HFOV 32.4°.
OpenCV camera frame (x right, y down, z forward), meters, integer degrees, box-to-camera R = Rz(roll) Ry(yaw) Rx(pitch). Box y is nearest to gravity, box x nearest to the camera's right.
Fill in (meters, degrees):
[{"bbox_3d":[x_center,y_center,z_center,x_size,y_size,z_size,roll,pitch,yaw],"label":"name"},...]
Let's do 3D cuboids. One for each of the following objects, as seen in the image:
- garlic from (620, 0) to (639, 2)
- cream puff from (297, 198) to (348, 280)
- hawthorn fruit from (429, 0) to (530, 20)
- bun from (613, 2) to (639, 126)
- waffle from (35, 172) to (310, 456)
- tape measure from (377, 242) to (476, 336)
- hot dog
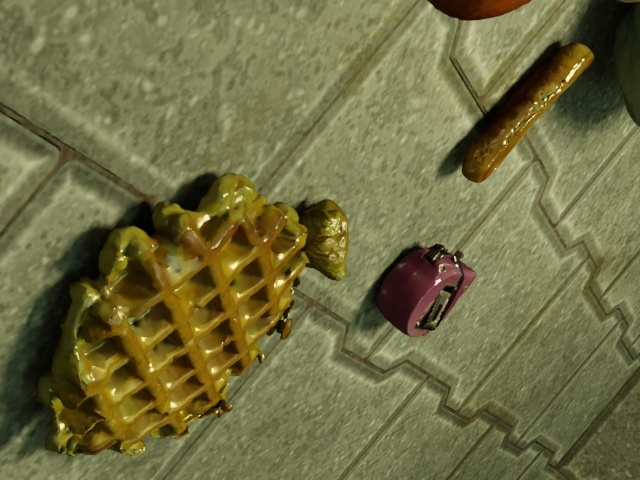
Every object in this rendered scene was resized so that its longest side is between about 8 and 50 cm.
[{"bbox_3d":[0.320,-0.352,1.073,0.228,0.152,0.228,-40,147,-32],"label":"garlic"},{"bbox_3d":[0.000,0.000,1.141,0.083,0.058,0.083,68,22,-86],"label":"cream puff"},{"bbox_3d":[0.141,-0.293,0.827,0.243,0.207,0.207,-40,155,16],"label":"hawthorn fruit"},{"bbox_3d":[0.513,-0.275,1.392,0.362,0.211,0.362,-36,147,-28],"label":"bun"},{"bbox_3d":[-0.128,0.080,1.049,0.302,0.068,0.325,-6,132,-53],"label":"waffle"},{"bbox_3d":[0.134,0.061,1.404,0.125,0.074,0.118,-58,151,11],"label":"tape measure"},{"bbox_3d":[0.242,-0.155,1.322,0.215,0.047,0.066,-48,167,-4],"label":"hot dog"}]
